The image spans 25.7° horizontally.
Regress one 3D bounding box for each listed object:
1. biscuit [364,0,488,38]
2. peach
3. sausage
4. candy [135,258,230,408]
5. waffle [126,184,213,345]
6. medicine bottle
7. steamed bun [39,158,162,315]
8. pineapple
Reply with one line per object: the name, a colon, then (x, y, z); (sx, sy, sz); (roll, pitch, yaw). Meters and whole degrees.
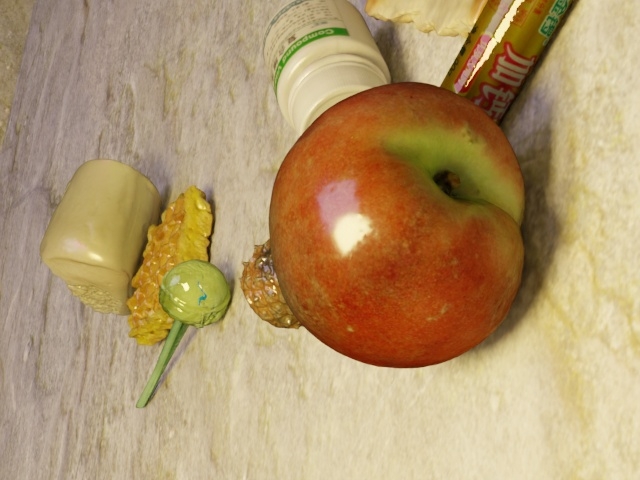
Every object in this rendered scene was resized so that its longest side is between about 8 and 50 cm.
biscuit: (0.149, -0.325, 1.557); (0.309, 0.040, 0.205); (29, 100, 67)
peach: (0.065, -0.011, 1.268); (0.252, 0.252, 0.252); (-48, 32, 44)
sausage: (0.132, -0.111, 1.387); (0.371, 0.082, 0.082); (-62, 25, 24)
candy: (-0.212, 0.146, 1.986); (0.093, 0.092, 0.335); (-34, -19, -44)
waffle: (-0.233, 0.042, 2.124); (0.219, 0.057, 0.229); (-41, 36, 51)
medicine bottle: (0.013, -0.182, 1.638); (0.139, 0.139, 0.237); (-59, 26, 27)
steamed bun: (-0.353, -0.020, 2.270); (0.200, 0.170, 0.225); (84, -161, -64)
pineapple: (0.000, 0.000, 1.551); (0.237, 0.119, 0.111); (-49, 44, 39)
